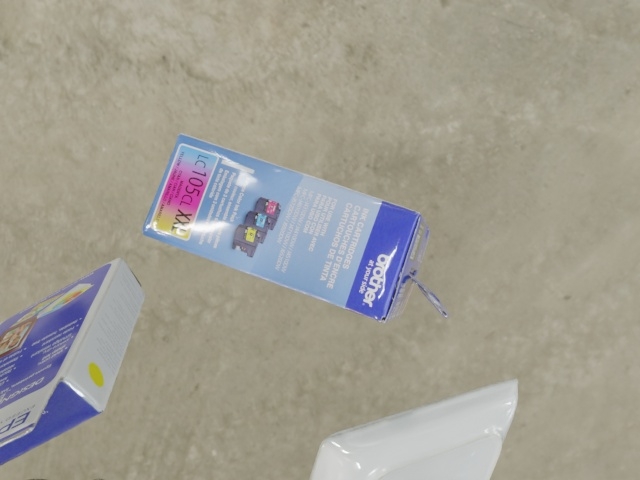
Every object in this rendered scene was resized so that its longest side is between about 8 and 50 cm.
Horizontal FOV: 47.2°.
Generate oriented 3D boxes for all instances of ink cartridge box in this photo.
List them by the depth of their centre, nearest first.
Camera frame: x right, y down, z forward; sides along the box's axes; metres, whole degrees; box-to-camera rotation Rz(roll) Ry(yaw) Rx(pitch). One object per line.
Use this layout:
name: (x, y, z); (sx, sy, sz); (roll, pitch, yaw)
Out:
ink cartridge box: (-0.322, 0.163, 0.671); (0.304, 0.307, 0.072); (-27, 112, 8)
ink cartridge box: (0.000, 0.000, 1.011); (0.396, 0.270, 0.151); (18, 89, 12)

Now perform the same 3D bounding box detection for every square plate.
square plate: (0.110, 0.360, 0.958); (0.347, 0.049, 0.344); (-5, 120, -37)

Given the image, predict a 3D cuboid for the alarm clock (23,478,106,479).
alarm clock: (-0.376, 0.385, 0.995); (0.192, 0.064, 0.129); (-29, 116, -22)
